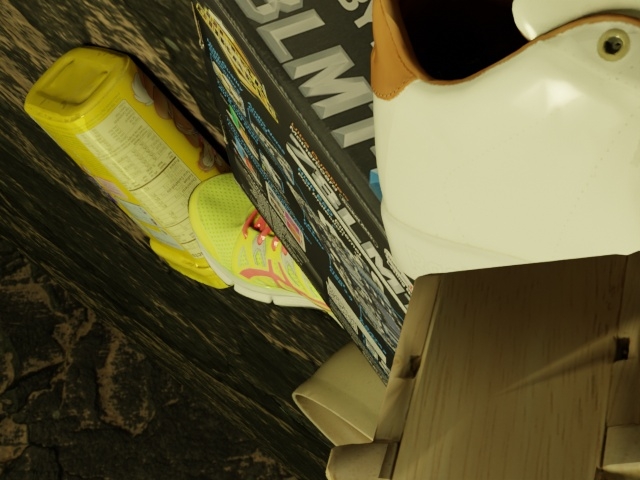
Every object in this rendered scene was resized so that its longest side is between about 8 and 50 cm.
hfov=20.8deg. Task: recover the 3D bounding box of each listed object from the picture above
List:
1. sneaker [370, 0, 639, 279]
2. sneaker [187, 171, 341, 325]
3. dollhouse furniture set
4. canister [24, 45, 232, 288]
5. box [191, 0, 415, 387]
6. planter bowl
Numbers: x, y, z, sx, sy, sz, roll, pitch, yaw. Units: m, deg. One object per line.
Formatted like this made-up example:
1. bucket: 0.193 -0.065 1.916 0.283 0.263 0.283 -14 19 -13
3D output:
1. sneaker: 0.118 -0.029 0.477 0.290 0.106 0.123 12 125 43
2. sneaker: 0.000 0.000 1.062 0.208 0.081 0.094 26 157 28
3. dollhouse furniture set: 0.192 0.175 0.404 0.303 0.174 0.356 -6 132 24
4. canister: -0.118 -0.053 1.220 0.170 0.073 0.126 48 166 -29
5. box: 0.054 0.020 0.768 0.295 0.073 0.293 54 171 14
6. planter bowl: 0.078 0.109 1.120 0.162 0.109 0.162 39 168 9
